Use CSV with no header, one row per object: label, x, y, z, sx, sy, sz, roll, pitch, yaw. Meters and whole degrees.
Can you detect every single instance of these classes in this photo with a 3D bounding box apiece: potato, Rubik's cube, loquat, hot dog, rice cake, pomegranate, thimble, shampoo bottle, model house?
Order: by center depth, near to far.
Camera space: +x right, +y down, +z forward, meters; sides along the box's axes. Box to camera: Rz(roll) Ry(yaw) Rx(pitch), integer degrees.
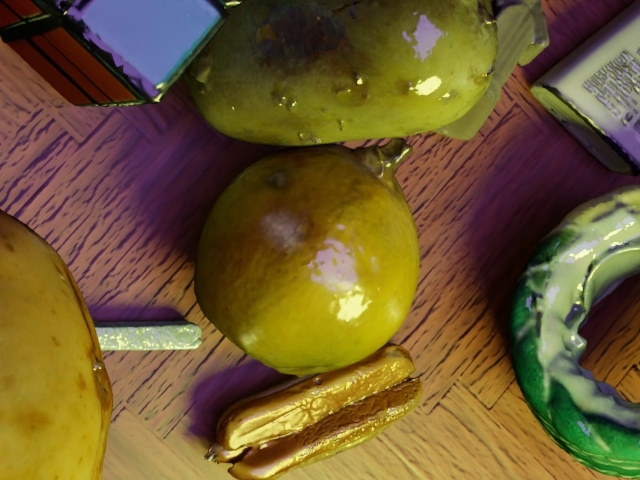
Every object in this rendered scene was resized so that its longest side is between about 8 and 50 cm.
pomegranate,-0.373,0.139,1.288,0.410,0.410,0.410,-2,94,-22
Rubik's cube,-0.186,-0.301,1.366,0.283,0.293,0.288,42,76,-22
potato,0.010,-0.182,1.436,0.173,0.307,0.210,-13,90,-63
loquat,0.000,0.000,1.494,0.213,0.213,0.246,30,108,-21
rice cake,-0.195,0.089,1.525,0.171,0.033,0.029,0,98,-23
model house,0.118,-0.229,1.586,0.229,0.122,0.188,38,75,-23
hot dog,-0.008,0.169,1.592,0.236,0.062,0.092,-18,101,-23
thimble,0.323,0.088,1.617,0.254,0.167,0.288,33,84,20
shampoo bottle,0.358,-0.213,1.712,0.153,0.071,0.284,43,76,-17
